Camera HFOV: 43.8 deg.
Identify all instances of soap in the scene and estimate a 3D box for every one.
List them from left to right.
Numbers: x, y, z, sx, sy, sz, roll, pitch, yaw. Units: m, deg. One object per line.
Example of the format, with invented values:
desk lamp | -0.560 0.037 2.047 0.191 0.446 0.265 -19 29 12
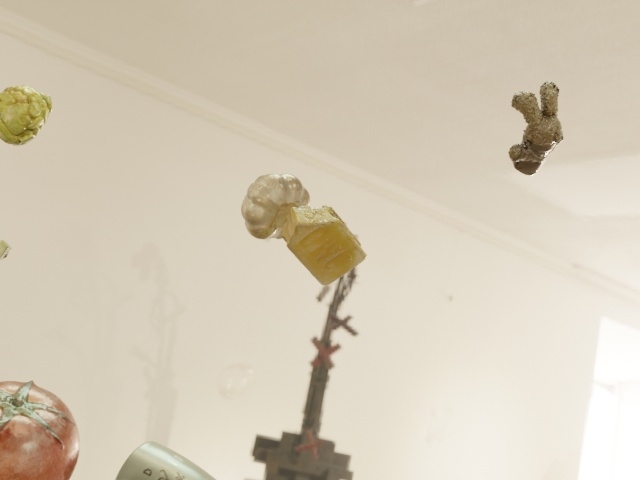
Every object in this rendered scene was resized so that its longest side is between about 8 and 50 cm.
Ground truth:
soap | 0.000 0.000 2.180 0.257 0.160 0.080 48 8 -43

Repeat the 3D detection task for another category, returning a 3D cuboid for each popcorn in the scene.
popcorn | -0.569 -0.238 1.494 0.106 0.116 0.120 26 -27 -24

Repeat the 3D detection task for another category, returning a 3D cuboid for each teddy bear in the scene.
teddy bear | 0.364 -0.175 1.320 0.078 0.119 0.160 43 -32 40

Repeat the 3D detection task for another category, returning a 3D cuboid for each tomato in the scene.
tomato | -0.587 0.398 1.486 0.264 0.265 0.265 11 -11 2

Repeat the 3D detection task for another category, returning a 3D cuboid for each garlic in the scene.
garlic | -0.146 -0.109 2.460 0.228 0.228 0.152 21 5 -41

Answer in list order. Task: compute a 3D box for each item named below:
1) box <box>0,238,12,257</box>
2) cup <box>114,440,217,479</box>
box | -0.605 -0.018 1.285 0.210 0.045 0.270 24 -9 -17
cup | -0.338 0.613 1.768 0.234 0.258 0.186 20 -16 23
